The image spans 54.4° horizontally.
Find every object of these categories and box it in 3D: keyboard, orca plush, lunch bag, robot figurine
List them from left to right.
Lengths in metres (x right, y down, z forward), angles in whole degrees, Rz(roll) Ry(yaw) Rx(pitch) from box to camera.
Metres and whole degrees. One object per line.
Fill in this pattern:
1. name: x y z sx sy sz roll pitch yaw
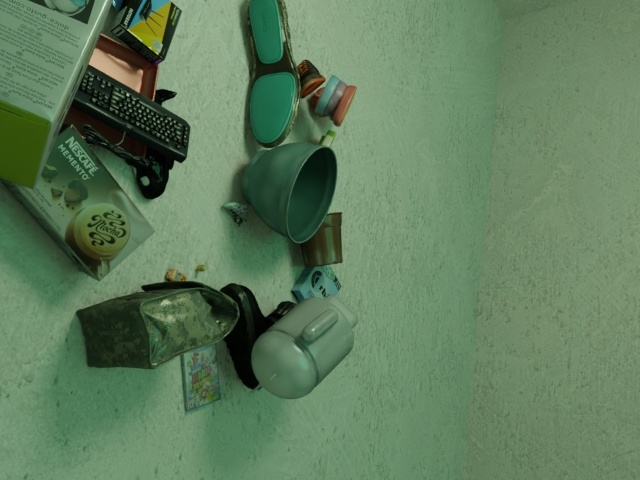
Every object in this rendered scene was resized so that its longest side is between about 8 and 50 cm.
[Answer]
1. keyboard: -0.437 -0.264 1.411 0.317 0.033 0.201 26 55 -38
2. orca plush: -0.393 -0.249 1.558 0.151 0.102 0.287 32 62 -48
3. lunch bag: -0.364 0.183 1.446 0.287 0.235 0.168 -15 97 -53
4. robot figurine: -0.047 0.290 1.691 0.200 0.300 0.353 41 48 13

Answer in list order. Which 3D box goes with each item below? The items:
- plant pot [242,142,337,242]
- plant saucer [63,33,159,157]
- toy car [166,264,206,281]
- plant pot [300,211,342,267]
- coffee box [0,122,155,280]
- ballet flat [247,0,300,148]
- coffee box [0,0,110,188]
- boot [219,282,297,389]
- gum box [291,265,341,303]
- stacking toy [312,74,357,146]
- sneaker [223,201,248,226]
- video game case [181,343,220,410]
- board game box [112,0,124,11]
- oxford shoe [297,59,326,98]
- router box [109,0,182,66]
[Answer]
1. plant pot: -0.104 -0.160 1.826 0.293 0.196 0.293 -49 150 -42
2. plant saucer: -0.510 -0.343 1.438 0.259 0.048 0.258 18 72 -47
3. toy car: -0.350 0.080 1.641 0.122 0.041 0.060 -47 123 -45
4. plant pot: 0.000 0.000 2.012 0.167 0.167 0.165 -7 90 -54
5. coffee box: -0.519 -0.083 1.324 0.168 0.119 0.297 -46 125 -24
6. ballet flat: -0.132 -0.514 1.916 0.182 0.164 0.482 5 81 -74
7. coffee box: -0.571 -0.333 1.031 0.338 0.338 0.334 23 67 -22
8. boot: -0.156 0.232 1.811 0.260 0.131 0.347 -35 126 -42
9. gum box: -0.011 0.162 2.097 0.157 0.041 0.184 61 42 -29
10. stacking toy: 0.003 -0.400 2.052 0.279 0.130 0.309 -64 -179 1
11. sneaker: -0.243 -0.073 1.802 0.098 0.038 0.069 7 81 -53
12. video game case: -0.321 0.361 1.676 0.119 0.015 0.166 -6 92 -54
13. board game box: -0.478 -0.615 1.536 0.133 0.033 0.168 51 43 -31
14. oxford shoe: -0.047 -0.528 2.015 0.098 0.097 0.271 53 10 -12
15. router box: -0.420 -0.534 1.513 0.133 0.046 0.178 35 51 -39
